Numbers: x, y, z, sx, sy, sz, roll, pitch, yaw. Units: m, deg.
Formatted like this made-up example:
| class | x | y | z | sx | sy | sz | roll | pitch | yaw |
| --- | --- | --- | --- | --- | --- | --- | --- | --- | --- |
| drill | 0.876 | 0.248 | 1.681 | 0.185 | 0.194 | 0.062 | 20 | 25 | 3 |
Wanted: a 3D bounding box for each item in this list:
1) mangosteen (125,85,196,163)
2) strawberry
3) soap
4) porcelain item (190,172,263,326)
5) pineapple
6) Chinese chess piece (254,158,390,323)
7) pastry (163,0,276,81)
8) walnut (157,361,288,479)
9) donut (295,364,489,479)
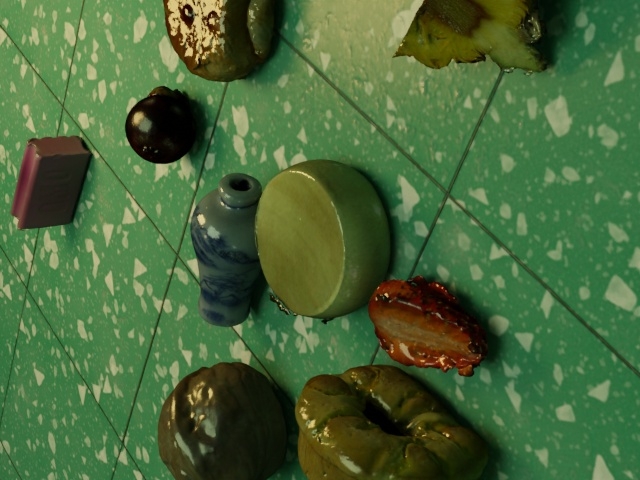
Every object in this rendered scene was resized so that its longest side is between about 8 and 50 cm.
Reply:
| class | x | y | z | sx | sy | sz | roll | pitch | yaw |
| --- | --- | --- | --- | --- | --- | --- | --- | --- | --- |
| mangosteen | -0.267 | -0.202 | 1.826 | 0.140 | 0.140 | 0.140 | 14 | 109 | 50 |
| strawberry | 0.147 | 0.112 | 1.397 | 0.188 | 0.082 | 0.121 | 19 | 132 | 39 |
| soap | -0.552 | -0.118 | 2.190 | 0.065 | 0.122 | 0.203 | 54 | 136 | 31 |
| porcelain item | -0.138 | 0.015 | 1.690 | 0.141 | 0.141 | 0.259 | 46 | 141 | 36 |
| pineapple | 0.213 | -0.284 | 1.220 | 0.164 | 0.140 | 0.250 | 28 | 148 | -1 |
| Chinese chess piece | 0.000 | 0.000 | 1.538 | 0.238 | 0.092 | 0.238 | 14 | 108 | 49 |
| pastry | -0.161 | -0.360 | 1.659 | 0.229 | 0.100 | 0.218 | 46 | 131 | 34 |
| walnut | -0.161 | 0.304 | 1.723 | 0.224 | 0.224 | 0.224 | 14 | 109 | 50 |
| donut | 0.078 | 0.269 | 1.404 | 0.261 | 0.208 | 0.128 | 39 | 127 | 47 |
